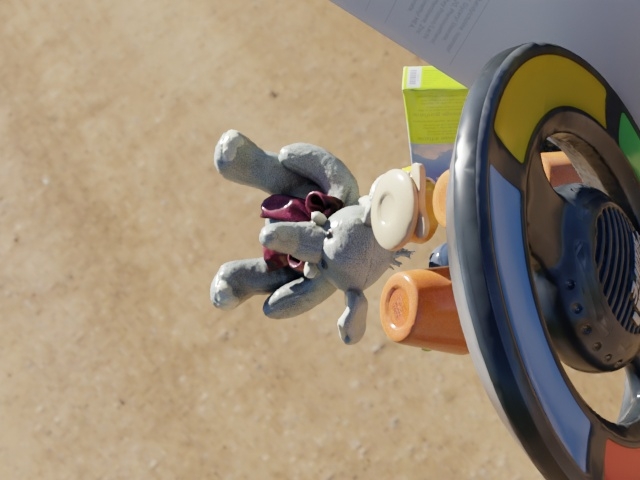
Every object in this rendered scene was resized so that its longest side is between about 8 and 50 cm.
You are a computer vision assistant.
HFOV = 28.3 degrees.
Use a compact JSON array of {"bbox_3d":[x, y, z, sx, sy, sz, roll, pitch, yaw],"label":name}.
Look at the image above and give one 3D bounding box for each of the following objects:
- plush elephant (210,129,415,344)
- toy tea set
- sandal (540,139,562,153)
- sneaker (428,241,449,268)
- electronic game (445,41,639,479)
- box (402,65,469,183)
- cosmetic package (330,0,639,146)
[{"bbox_3d":[0.000,0.000,1.823,0.255,0.330,0.271,-141,60,-81],"label":"plush elephant"},{"bbox_3d":[0.177,0.012,1.248,0.336,0.124,0.200,-10,78,60],"label":"toy tea set"},{"bbox_3d":[0.346,-0.187,1.302,0.107,0.167,0.445,-43,-11,-42],"label":"sandal"},{"bbox_3d":[0.325,0.051,1.925,0.131,0.319,0.112,136,142,-57],"label":"sneaker"},{"bbox_3d":[0.128,0.017,0.599,0.048,0.229,0.229,-16,40,34],"label":"electronic game"},{"bbox_3d":[0.153,-0.121,1.424,0.109,0.178,0.042,0,53,9],"label":"box"},{"bbox_3d":[0.153,-0.192,0.732,0.224,0.225,0.138,-55,-4,-33],"label":"cosmetic package"}]
